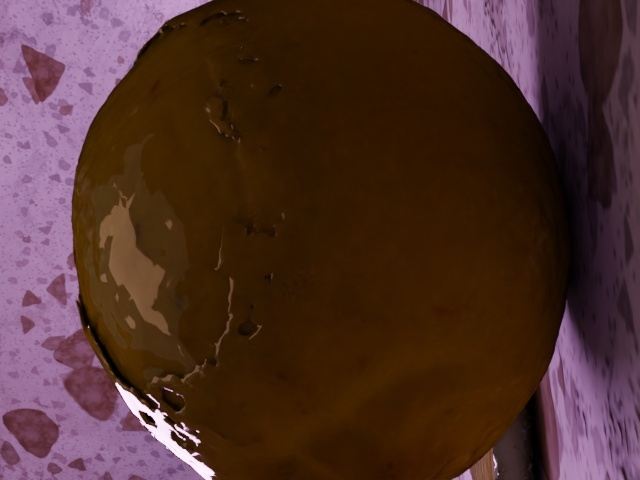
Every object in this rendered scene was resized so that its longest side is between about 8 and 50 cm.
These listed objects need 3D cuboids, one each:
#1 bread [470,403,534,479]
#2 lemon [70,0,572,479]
[{"bbox_3d":[0.149,0.161,0.863,0.267,0.040,0.267,-5,-90,-87],"label":"bread"},{"bbox_3d":[0.000,0.000,0.574,0.297,0.297,0.297,-5,-90,-86],"label":"lemon"}]
